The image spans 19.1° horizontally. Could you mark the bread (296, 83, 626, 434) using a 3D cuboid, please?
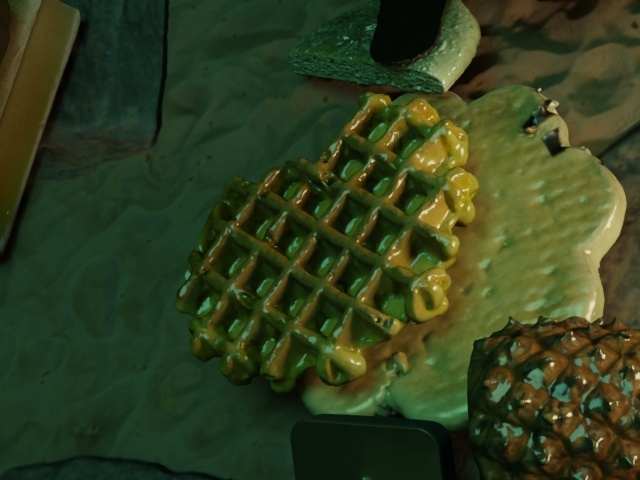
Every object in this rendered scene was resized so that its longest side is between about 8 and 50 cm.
[{"bbox_3d":[0.092,0.015,1.466,0.316,0.054,0.316,-15,54,21],"label":"bread"}]

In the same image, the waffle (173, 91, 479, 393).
[{"bbox_3d":[0.000,0.000,1.464,0.253,0.056,0.249,-9,56,29],"label":"waffle"}]

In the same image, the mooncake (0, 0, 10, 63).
[{"bbox_3d":[-0.397,-0.183,1.723,0.228,0.124,0.228,-15,56,24],"label":"mooncake"}]

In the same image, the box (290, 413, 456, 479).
[{"bbox_3d":[0.041,0.171,1.385,0.126,0.031,0.091,-1,104,32],"label":"box"}]

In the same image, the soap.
[{"bbox_3d":[-0.344,-0.111,1.786,0.173,0.089,0.274,-1,62,30],"label":"soap"}]

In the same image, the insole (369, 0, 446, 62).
[{"bbox_3d":[0.079,-0.214,1.601,0.080,0.003,0.232,-12,36,16],"label":"insole"}]

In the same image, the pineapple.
[{"bbox_3d":[0.282,0.100,1.254,0.364,0.165,0.165,-12,56,15],"label":"pineapple"}]

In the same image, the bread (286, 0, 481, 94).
[{"bbox_3d":[0.065,-0.176,1.591,0.193,0.036,0.112,15,52,48],"label":"bread"}]
